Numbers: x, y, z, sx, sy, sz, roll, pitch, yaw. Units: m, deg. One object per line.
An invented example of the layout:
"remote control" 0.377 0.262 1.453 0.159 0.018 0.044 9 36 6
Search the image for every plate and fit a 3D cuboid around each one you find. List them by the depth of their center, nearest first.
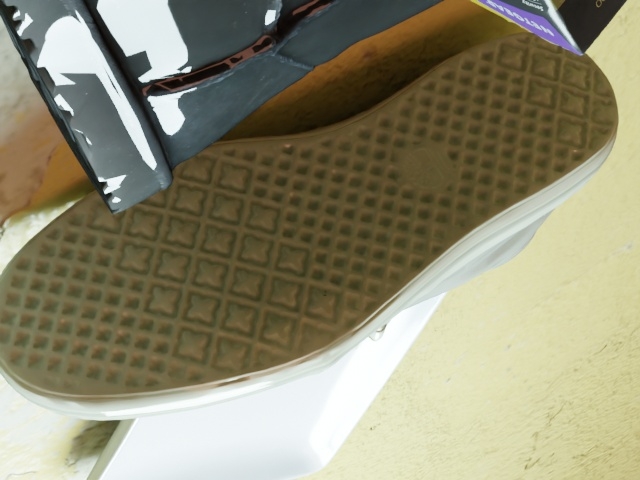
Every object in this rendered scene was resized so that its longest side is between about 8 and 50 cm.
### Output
"plate" -0.045 0.104 1.111 0.277 0.045 0.278 -5 136 -44

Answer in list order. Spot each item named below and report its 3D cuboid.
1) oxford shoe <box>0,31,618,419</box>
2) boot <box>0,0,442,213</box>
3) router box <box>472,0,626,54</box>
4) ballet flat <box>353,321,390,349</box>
"oxford shoe" 0.000 0.000 0.920 0.449 0.169 0.130 -26 165 -23
"boot" 0.036 -0.238 0.631 0.445 0.146 0.367 -31 155 -8
"router box" 0.127 -0.264 0.543 0.309 0.081 0.243 -52 141 -3
"ballet flat" 0.025 0.063 1.046 0.114 0.041 0.041 -19 145 -30
